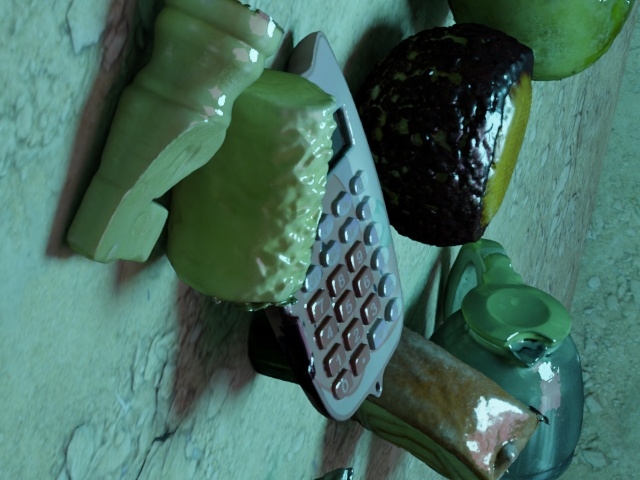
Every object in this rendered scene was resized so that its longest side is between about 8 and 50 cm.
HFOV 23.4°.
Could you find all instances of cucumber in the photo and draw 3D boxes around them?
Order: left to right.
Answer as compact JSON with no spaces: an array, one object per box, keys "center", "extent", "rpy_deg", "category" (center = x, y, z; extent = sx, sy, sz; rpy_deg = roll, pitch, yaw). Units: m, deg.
[{"center":[-0.012,0.107,1.471],"extent":[0.116,0.115,0.062],"rpy_deg":[49,57,-57],"category":"cucumber"}]

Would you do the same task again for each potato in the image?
[{"center":[0.235,-0.339,1.646],"extent":[0.359,0.219,0.270],"rpy_deg":[66,41,-57],"category":"potato"}]

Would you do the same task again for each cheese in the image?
[{"center":[-0.056,-0.043,1.165],"extent":[0.094,0.123,0.167],"rpy_deg":[-21,129,-49],"category":"cheese"}]

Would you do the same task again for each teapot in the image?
[{"center":[0.252,0.154,2.065],"extent":[0.321,0.239,0.239],"rpy_deg":[-58,162,-55],"category":"teapot"}]

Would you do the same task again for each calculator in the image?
[{"center":[0.000,0.000,1.350],"extent":[0.220,0.048,0.330],"rpy_deg":[-52,130,-53],"category":"calculator"}]

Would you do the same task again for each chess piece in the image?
[{"center":[-0.108,-0.075,1.065],"extent":[0.200,0.090,0.090],"rpy_deg":[-63,163,0],"category":"chess piece"}]

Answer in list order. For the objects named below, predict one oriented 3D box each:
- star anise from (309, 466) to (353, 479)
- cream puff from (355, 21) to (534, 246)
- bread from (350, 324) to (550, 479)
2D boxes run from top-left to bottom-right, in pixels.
[{"center":[-0.038,0.391,1.637],"extent":[0.332,0.117,0.332],"rpy_deg":[-47,149,-39],"category":"star anise"},{"center":[0.124,-0.113,1.590],"extent":[0.239,0.165,0.239],"rpy_deg":[16,90,-77],"category":"cream puff"},{"center":[0.143,0.203,1.851],"extent":[0.123,0.244,0.190],"rpy_deg":[-55,153,-19],"category":"bread"}]
